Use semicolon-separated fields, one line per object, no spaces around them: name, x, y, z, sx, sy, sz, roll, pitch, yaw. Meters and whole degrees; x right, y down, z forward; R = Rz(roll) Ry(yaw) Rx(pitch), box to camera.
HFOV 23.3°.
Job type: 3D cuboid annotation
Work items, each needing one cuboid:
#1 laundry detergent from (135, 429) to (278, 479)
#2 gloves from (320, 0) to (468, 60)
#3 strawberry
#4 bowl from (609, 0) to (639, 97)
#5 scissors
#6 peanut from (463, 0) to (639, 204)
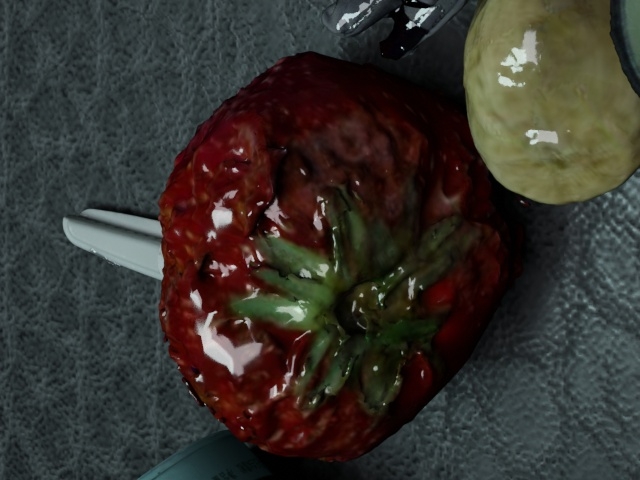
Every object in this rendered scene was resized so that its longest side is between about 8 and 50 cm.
laundry detergent;-0.064;0.343;1.126;0.305;0.287;0.287;45;119;13
gloves;0.062;-0.238;0.899;0.119;0.142;0.285;12;118;-3
strawberry;0.000;0.000;1.056;0.220;0.274;0.274;29;119;58
bowl;0.339;-0.166;0.800;0.185;0.354;0.354;29;124;-27
scissors;-0.097;0.015;1.217;0.242;0.030;0.118;17;108;23
peanut;0.153;-0.150;0.972;0.122;0.137;0.253;3;87;18
